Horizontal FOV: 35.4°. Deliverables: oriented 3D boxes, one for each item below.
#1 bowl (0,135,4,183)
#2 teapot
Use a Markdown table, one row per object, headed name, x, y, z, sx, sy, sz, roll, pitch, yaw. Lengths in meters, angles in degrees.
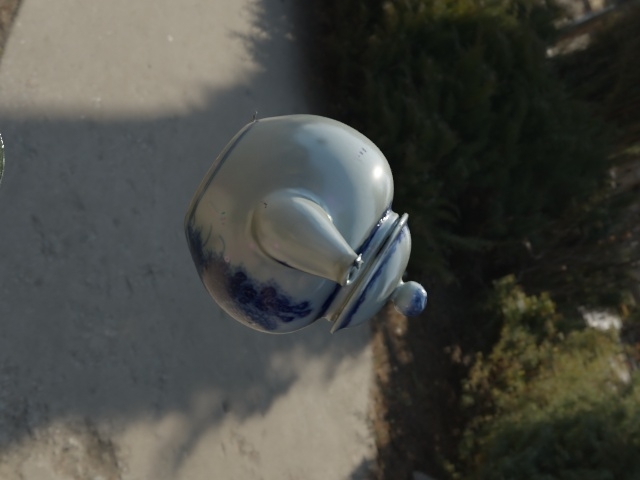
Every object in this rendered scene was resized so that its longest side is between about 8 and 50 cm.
| name | x | y | z | sx | sy | sz | roll | pitch | yaw |
| --- | --- | --- | --- | --- | --- | --- | --- | --- | --- |
| bowl | -0.569 | -0.108 | 1.375 | 0.238 | 0.126 | 0.237 | 11 | 70 | -34 |
| teapot | 0.000 | 0.000 | 1.134 | 0.280 | 0.252 | 0.424 | 33 | 3 | 2 |
